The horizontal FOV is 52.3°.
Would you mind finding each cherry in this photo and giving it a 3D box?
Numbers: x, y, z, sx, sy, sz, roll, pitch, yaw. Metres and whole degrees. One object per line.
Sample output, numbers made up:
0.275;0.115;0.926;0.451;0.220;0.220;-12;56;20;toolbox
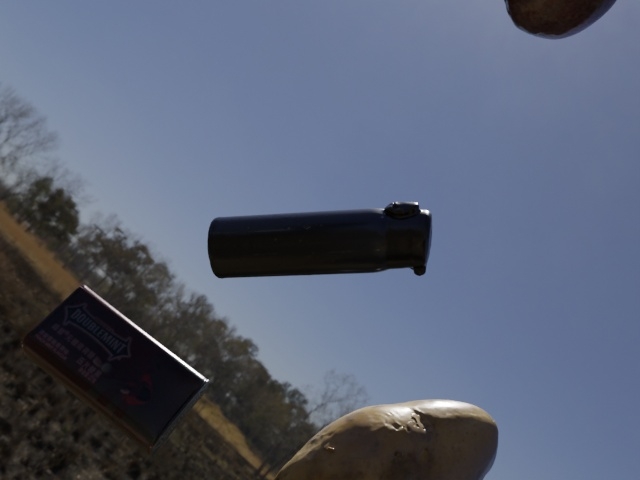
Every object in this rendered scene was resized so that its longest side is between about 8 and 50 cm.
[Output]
0.460;-0.481;1.213;0.250;0.175;0.192;-6;-79;51;cherry

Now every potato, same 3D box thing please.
0.063;0.237;0.622;0.128;0.235;0.161;-130;-137;-53;potato

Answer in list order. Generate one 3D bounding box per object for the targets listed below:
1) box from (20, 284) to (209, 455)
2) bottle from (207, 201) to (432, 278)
-0.272;0.170;0.871;0.224;0.120;0.069;37;-32;8;box
0.000;0.000;0.719;0.245;0.072;0.082;-2;-70;12;bottle
